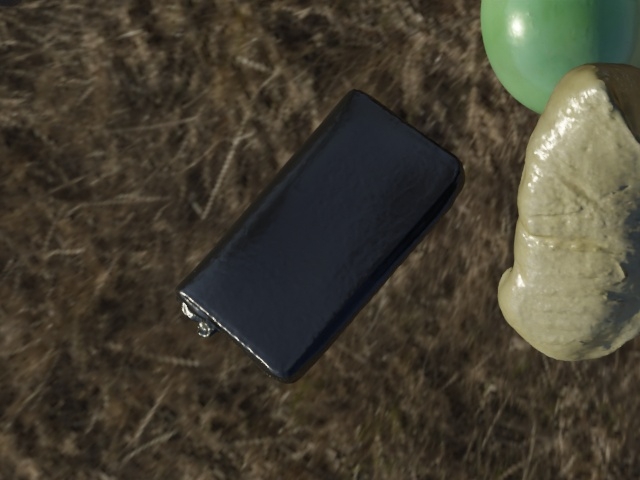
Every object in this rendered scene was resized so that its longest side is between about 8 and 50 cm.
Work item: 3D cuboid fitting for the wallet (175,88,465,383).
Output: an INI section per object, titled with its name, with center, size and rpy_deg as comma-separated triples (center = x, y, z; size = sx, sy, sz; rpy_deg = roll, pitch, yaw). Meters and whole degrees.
[wallet]
center = 0.000, 0.000, 1.161
size = 0.149, 0.044, 0.250
rpy_deg = 36, 83, 30

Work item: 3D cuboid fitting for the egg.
[egg]
center = 0.303, -0.279, 1.680
size = 0.220, 0.220, 0.270
rpy_deg = 2, 85, 13

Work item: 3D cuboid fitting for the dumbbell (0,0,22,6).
[dumbbell]
center = -0.225, -0.342, 1.049
size = 0.144, 0.160, 0.325
rpy_deg = 9, 71, 43

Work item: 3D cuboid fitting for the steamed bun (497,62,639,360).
[steamed bun]
center = 0.221, -0.006, 0.967
size = 0.110, 0.231, 0.212
rpy_deg = 44, 119, 39
